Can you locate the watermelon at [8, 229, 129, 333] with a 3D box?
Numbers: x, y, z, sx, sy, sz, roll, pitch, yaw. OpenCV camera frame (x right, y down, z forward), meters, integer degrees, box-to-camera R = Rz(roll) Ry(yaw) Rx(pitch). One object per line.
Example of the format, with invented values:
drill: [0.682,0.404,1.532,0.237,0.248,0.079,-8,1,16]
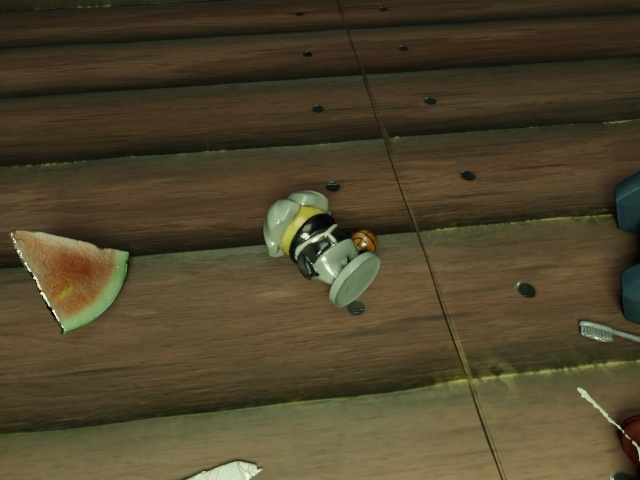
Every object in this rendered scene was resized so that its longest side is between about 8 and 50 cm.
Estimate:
watermelon: [-0.477,0.069,0.755,0.136,0.202,0.208,-33,43,24]

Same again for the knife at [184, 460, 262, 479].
knife: [-0.224,0.367,0.579,0.297,0.017,0.047,-15,53,-17]

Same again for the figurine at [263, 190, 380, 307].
figurine: [0.000,0.000,0.814,0.176,0.133,0.236,-31,58,-34]

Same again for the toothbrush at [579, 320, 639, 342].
toothbrush: [0.612,0.194,0.713,0.320,0.023,0.031,14,58,13]

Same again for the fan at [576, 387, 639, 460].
fan: [0.436,0.292,0.530,0.310,0.010,0.182,42,83,-1]

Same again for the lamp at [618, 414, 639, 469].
lamp: [0.478,0.290,0.591,0.101,0.090,0.101,12,10,-2]

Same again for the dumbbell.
dumbbell: [0.644,0.008,0.792,0.144,0.160,0.325,-7,41,38]
